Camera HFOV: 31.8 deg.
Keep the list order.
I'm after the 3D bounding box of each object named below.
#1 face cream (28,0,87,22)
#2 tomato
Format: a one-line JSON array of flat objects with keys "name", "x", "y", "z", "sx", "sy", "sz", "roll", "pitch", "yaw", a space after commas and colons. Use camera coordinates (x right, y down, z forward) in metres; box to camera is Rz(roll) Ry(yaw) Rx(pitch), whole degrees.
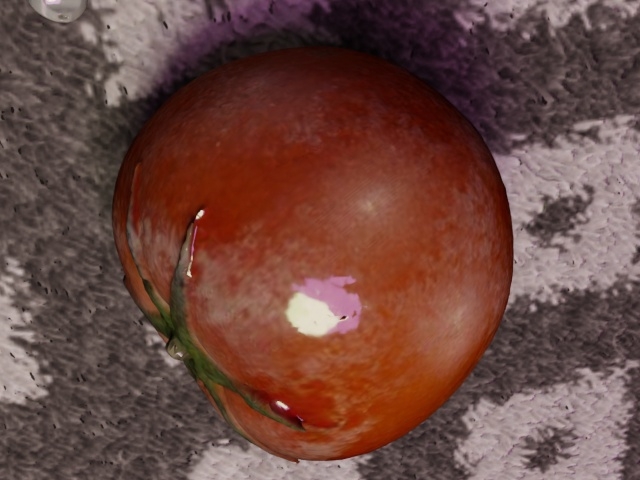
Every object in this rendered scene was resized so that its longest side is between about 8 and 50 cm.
[{"name": "face cream", "x": -0.142, "y": -0.248, "z": 0.628, "sx": 0.101, "sy": 0.101, "sz": 0.252, "roll": 2, "pitch": 121, "yaw": -15}, {"name": "tomato", "x": 0.000, "y": 0.000, "z": 0.729, "sx": 0.264, "sy": 0.265, "sz": 0.265, "roll": -6, "pitch": 123, "yaw": -10}]
